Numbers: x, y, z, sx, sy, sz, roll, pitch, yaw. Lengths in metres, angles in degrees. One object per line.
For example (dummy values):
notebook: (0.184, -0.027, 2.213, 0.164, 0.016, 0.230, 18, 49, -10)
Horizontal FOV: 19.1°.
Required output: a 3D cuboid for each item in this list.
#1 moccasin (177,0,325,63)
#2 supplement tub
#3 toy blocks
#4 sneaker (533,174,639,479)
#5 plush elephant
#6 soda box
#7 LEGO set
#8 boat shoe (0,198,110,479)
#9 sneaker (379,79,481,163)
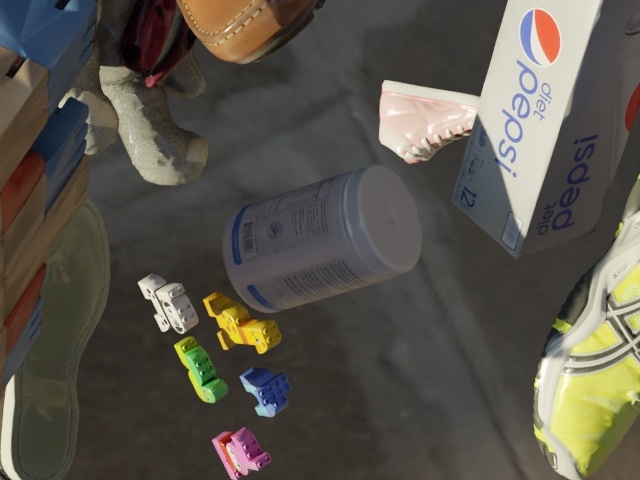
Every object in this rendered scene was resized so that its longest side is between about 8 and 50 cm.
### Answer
moccasin: (-0.081, -0.285, 1.400, 0.139, 0.147, 0.380, -28, 50, 27)
supplement tub: (0.000, 0.000, 1.159, 0.107, 0.071, 0.071, -16, 84, 32)
toy blocks: (-0.217, 0.013, 1.015, 0.191, 0.381, 0.261, 26, 59, 6)
sneaker: (0.329, 0.067, 1.808, 0.147, 0.145, 0.384, 31, 103, 28)
plush elephant: (-0.121, -0.238, 1.679, 0.255, 0.272, 0.330, -24, 71, 14)
soda box: (0.199, -0.129, 1.527, 0.091, 0.098, 0.286, 44, 136, 35)
LEGO set: (-0.079, 0.121, 1.869, 0.087, 0.093, 0.227, -34, 108, -29)
boat shoe: (-0.220, 0.076, 1.456, 0.069, 0.081, 0.227, -7, 68, 47)
sneaker: (0.109, -0.097, 1.656, 0.134, 0.051, 0.070, 13, 92, 31)
